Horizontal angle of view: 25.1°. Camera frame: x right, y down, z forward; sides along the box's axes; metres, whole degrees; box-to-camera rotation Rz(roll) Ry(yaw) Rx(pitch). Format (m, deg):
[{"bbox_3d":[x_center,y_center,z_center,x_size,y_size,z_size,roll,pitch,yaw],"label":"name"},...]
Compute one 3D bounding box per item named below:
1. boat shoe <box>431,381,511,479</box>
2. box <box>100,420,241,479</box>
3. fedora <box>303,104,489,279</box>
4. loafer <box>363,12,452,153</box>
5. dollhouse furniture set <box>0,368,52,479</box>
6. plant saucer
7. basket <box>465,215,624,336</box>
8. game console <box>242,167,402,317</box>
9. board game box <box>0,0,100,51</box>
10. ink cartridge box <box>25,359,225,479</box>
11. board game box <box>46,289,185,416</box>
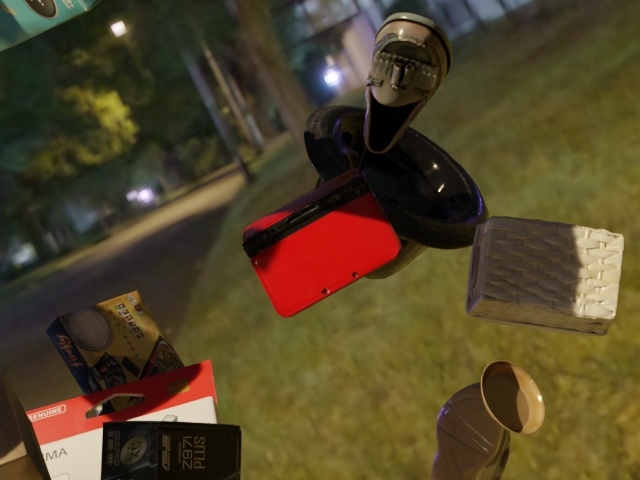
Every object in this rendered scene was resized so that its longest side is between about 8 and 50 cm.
[{"bbox_3d":[0.230,0.292,2.083,0.092,0.103,0.285,-33,-34,-33],"label":"boat shoe"},{"bbox_3d":[-0.156,0.280,1.499,0.077,0.180,0.147,-4,-11,32],"label":"box"},{"bbox_3d":[0.081,-0.051,2.053,0.152,0.334,0.334,-55,-12,26],"label":"fedora"},{"bbox_3d":[0.097,-0.180,1.718,0.267,0.096,0.084,101,-173,-73],"label":"loafer"},{"bbox_3d":[-0.440,0.273,1.377,0.356,0.303,0.174,-22,-28,-9],"label":"dollhouse furniture set"},{"bbox_3d":[0.193,0.163,1.466,0.083,0.083,0.015,-28,-9,-46],"label":"plant saucer"},{"bbox_3d":[0.255,0.038,1.618,0.167,0.113,0.103,9,-12,1],"label":"basket"},{"bbox_3d":[0.000,0.000,1.481,0.144,0.085,0.124,-29,11,2],"label":"game console"},{"bbox_3d":[-0.341,-0.290,1.287,0.336,0.254,0.079,-9,34,53],"label":"board game box"},{"bbox_3d":[-0.275,0.271,1.915,0.296,0.066,0.261,-16,43,0],"label":"ink cartridge box"},{"bbox_3d":[-0.276,0.202,2.122,0.165,0.243,0.042,-19,-19,-49],"label":"board game box"}]
